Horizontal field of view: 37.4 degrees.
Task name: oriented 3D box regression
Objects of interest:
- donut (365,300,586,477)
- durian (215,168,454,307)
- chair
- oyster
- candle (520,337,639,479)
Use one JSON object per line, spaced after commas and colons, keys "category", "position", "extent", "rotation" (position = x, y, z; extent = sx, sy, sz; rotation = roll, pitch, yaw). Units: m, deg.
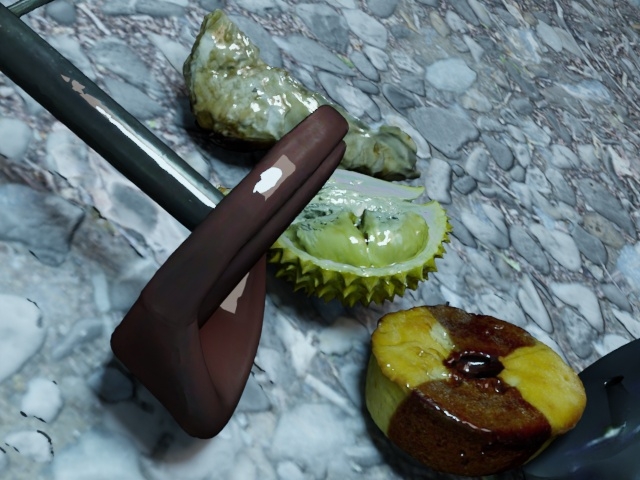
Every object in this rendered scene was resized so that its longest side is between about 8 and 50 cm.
{"category": "donut", "position": [0.117, 0.121, 0.763], "extent": [0.166, 0.073, 0.184], "rotation": [39, 30, 29]}
{"category": "durian", "position": [0.000, 0.000, 0.794], "extent": [0.208, 0.102, 0.146], "rotation": [18, 36, 5]}
{"category": "chair", "position": [-0.148, -0.078, 0.617], "extent": [0.401, 0.226, 0.226], "rotation": [42, 37, -3]}
{"category": "oyster", "position": [-0.026, -0.107, 0.861], "extent": [0.233, 0.161, 0.107], "rotation": [32, 82, -25]}
{"category": "candle", "position": [0.342, 0.246, 0.766], "extent": [0.342, 0.221, 0.221], "rotation": [45, 37, -4]}
